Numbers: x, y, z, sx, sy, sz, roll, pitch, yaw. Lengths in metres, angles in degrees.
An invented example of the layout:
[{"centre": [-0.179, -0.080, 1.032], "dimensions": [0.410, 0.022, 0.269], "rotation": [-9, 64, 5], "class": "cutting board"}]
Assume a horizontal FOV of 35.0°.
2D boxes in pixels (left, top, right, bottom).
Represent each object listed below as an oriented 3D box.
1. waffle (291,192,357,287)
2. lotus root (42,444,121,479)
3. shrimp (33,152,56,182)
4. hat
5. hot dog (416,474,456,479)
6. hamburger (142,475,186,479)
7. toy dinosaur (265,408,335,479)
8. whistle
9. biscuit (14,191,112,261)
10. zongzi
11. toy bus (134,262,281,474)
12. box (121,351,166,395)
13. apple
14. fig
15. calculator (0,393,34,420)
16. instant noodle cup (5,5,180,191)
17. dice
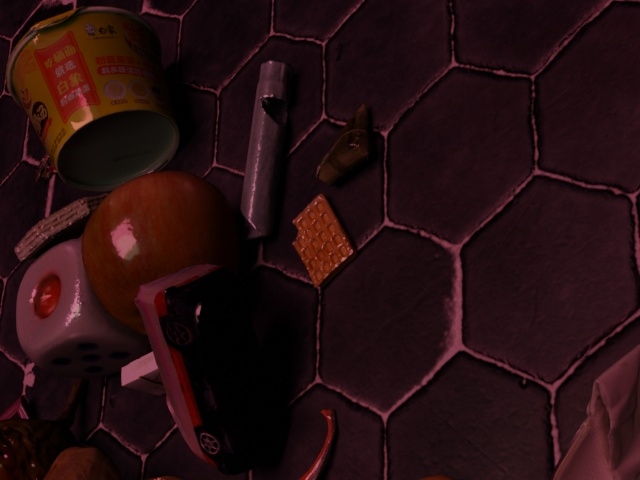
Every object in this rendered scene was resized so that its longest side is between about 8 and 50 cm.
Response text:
[{"centre": [0.000, 0.000, 1.569], "dimensions": [0.092, 0.021, 0.135], "rotation": [-46, 48, 19], "class": "waffle"}, {"centre": [-0.370, 0.409, 1.537], "dimensions": [0.125, 0.118, 0.221], "rotation": [6, 45, 2], "class": "lotus root"}, {"centre": [-0.543, -0.184, 2.136], "dimensions": [0.190, 0.042, 0.101], "rotation": [-39, 58, 23], "class": "shrimp"}, {"centre": [0.378, 0.263, 1.049], "dimensions": [0.258, 0.168, 0.301], "rotation": [40, 126, 24], "class": "hat"}, {"centre": [0.147, 0.339, 1.271], "dimensions": [0.140, 0.060, 0.090], "rotation": [-41, 53, 32], "class": "hot dog"}, {"centre": [-0.235, 0.462, 1.532], "dimensions": [0.213, 0.108, 0.214], "rotation": [-19, 60, 37], "class": "hamburger"}, {"centre": [-0.050, 0.368, 1.443], "dimensions": [0.101, 0.055, 0.280], "rotation": [7, 76, 35], "class": "toy dinosaur"}, {"centre": [-0.091, -0.149, 1.688], "dimensions": [0.062, 0.062, 0.312], "rotation": [-8, 68, 41], "class": "whistle"}, {"centre": [-0.426, -0.031, 1.831], "dimensions": [0.147, 0.250, 0.046], "rotation": [-38, 83, 28], "class": "biscuit"}, {"centre": [0.036, -0.151, 1.586], "dimensions": [0.104, 0.052, 0.113], "rotation": [-35, 39, 35], "class": "zongzi"}, {"centre": [-0.159, 0.185, 1.483], "dimensions": [0.147, 0.127, 0.303], "rotation": [6, 117, 49], "class": "toy bus"}, {"centre": [-0.246, 0.207, 1.666], "dimensions": [0.154, 0.084, 0.040], "rotation": [-29, 57, 31], "class": "box"}, {"centre": [-0.251, 0.028, 1.632], "dimensions": [0.264, 0.264, 0.264], "rotation": [-18, 61, 37], "class": "apple"}, {"centre": [-0.486, 0.372, 1.736], "dimensions": [0.286, 0.286, 0.369], "rotation": [-15, 39, 38], "class": "fig"}, {"centre": [-0.576, 0.403, 1.929], "dimensions": [0.126, 0.034, 0.190], "rotation": [-41, 55, 22], "class": "calculator"}, {"centre": [-0.404, -0.247, 1.871], "dimensions": [0.311, 0.311, 0.221], "rotation": [-40, 60, 24], "class": "instant noodle cup"}, {"centre": [-0.403, 0.119, 1.773], "dimensions": [0.194, 0.192, 0.193], "rotation": [-31, 56, 32], "class": "dice"}]
